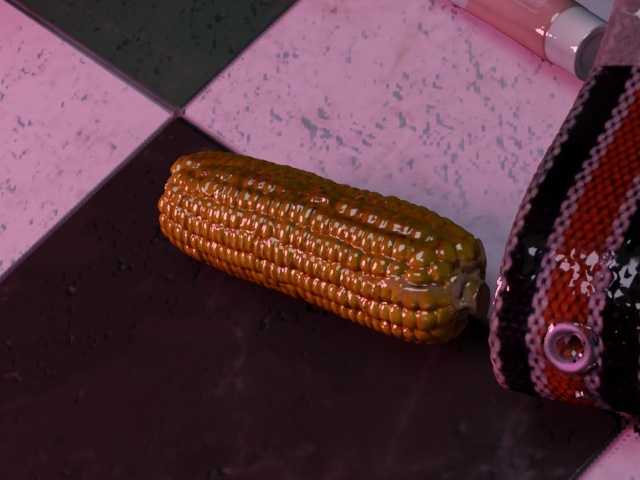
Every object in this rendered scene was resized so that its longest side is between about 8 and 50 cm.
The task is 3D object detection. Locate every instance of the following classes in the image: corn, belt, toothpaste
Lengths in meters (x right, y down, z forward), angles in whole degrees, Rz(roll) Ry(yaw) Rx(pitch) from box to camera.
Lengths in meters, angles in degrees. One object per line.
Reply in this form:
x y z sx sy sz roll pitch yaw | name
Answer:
0.000 0.000 0.827 0.207 0.068 0.068 20 65 36 | corn
0.177 -0.079 0.786 0.094 0.126 0.359 14 67 20 | belt
0.092 -0.149 0.923 0.056 0.036 0.205 -38 46 -9 | toothpaste
